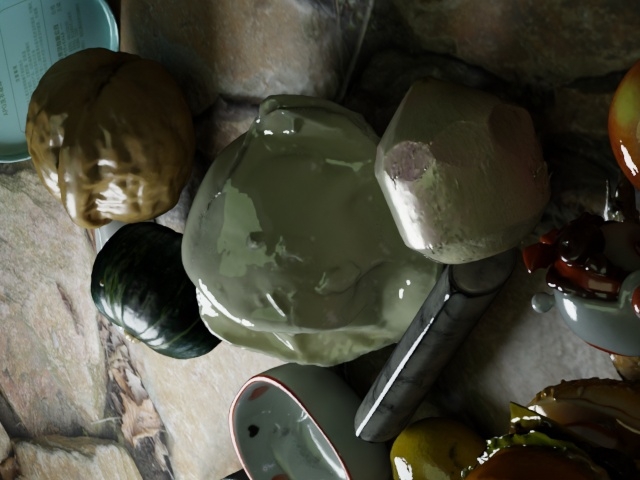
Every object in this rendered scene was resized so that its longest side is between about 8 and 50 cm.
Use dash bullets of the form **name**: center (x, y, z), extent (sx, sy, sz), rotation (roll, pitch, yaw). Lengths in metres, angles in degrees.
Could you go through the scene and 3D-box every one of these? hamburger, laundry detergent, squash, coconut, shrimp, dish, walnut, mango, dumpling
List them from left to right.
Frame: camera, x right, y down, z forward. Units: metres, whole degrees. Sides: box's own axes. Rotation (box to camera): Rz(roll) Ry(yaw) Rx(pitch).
- **laundry detergent**: center (-0.490, -0.308, 1.696), extent (0.305, 0.287, 0.287), rotation (38, 137, 30)
- **walnut**: center (-0.282, -0.130, 1.612), extent (0.224, 0.257, 0.257), rotation (14, 129, 8)
- **squash**: center (-0.219, 0.069, 1.682), extent (0.218, 0.218, 0.172), rotation (31, 96, 36)
- **dish**: center (-0.001, 0.272, 1.598), extent (0.256, 0.117, 0.256), rotation (30, 133, 38)
- **dumpling**: center (0.000, 0.000, 1.401), extent (0.315, 0.233, 0.395), rotation (19, 129, 2)
- **coconut**: center (0.139, -0.077, 1.172), extent (0.170, 0.171, 0.183), rotation (0, 114, 51)
- **mango**: center (0.169, 0.293, 1.419), extent (0.195, 0.098, 0.137), rotation (32, 130, 30)
- **hamburger**: center (0.272, 0.270, 1.152), extent (0.291, 0.225, 0.291), rotation (29, 142, 26)
- **shrimp**: center (0.325, 0.050, 1.119), extent (0.143, 0.052, 0.251), rotation (0, 119, 40)

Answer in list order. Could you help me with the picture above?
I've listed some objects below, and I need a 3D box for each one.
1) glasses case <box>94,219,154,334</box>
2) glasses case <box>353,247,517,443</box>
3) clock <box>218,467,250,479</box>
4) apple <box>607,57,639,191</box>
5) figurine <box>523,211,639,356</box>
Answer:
- **glasses case**: center (-0.293, 0.041, 1.839), extent (0.059, 0.092, 0.234), rotation (26, 129, 43)
- **glasses case**: center (0.123, 0.117, 1.340), extent (0.060, 0.114, 0.299), rotation (37, 136, 11)
- **clock**: center (-0.074, 0.485, 1.877), extent (0.280, 0.055, 0.281), rotation (29, 132, 38)
- **apple**: center (0.317, -0.092, 0.963), extent (0.163, 0.139, 0.164), rotation (14, 112, 37)
- **figurine**: center (0.281, 0.043, 1.005), extent (0.226, 0.183, 0.160), rotation (24, 130, 24)
